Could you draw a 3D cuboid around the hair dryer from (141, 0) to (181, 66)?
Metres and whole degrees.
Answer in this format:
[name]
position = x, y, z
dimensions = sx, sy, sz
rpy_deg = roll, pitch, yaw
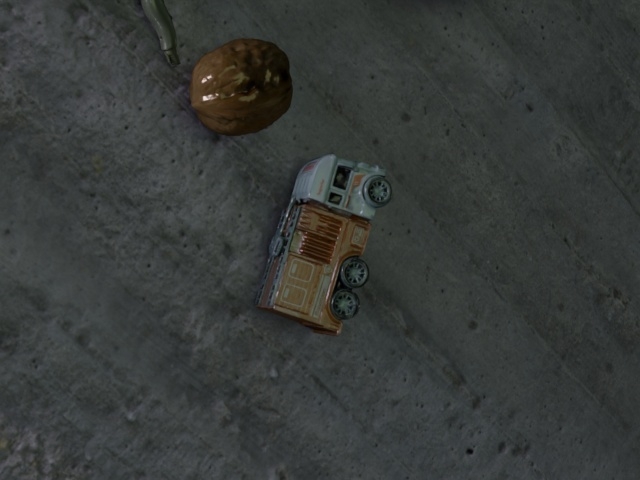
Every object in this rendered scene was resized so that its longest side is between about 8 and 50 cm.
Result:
[hair dryer]
position = -0.247, -0.436, 1.588
dimensions = 0.225, 0.088, 0.219
rpy_deg = 50, 62, -34

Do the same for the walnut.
[walnut]
position = -0.134, -0.250, 1.603
dimensions = 0.184, 0.155, 0.155
rpy_deg = -27, 102, -33

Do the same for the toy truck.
[toy truck]
position = 0.000, 0.000, 1.683
dimensions = 0.162, 0.136, 0.305
rpy_deg = 20, 82, -20
